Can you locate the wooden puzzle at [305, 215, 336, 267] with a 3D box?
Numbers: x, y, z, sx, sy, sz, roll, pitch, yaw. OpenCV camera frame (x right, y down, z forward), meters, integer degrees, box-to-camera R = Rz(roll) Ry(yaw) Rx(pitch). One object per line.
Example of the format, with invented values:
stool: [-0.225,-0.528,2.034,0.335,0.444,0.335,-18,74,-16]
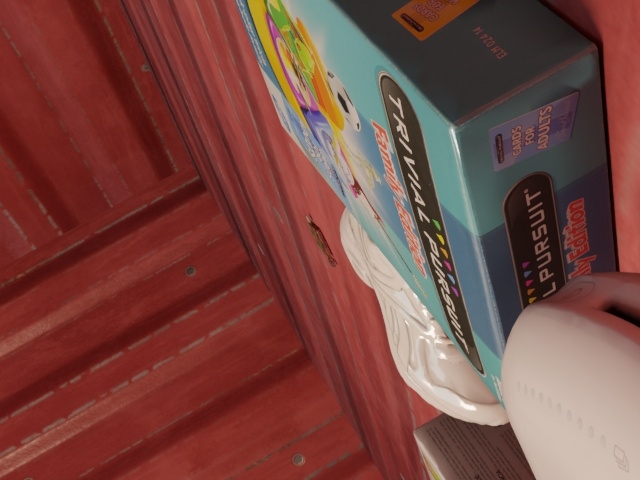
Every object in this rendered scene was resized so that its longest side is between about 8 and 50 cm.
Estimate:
wooden puzzle: [0.000,0.000,1.578,0.083,0.006,0.049,63,172,-22]

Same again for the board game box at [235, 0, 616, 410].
board game box: [0.043,-0.086,0.665,0.336,0.079,0.254,54,171,42]

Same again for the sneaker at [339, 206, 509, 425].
sneaker: [0.082,0.036,0.850,0.232,0.090,0.115,56,168,24]

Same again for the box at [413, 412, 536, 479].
box: [0.165,0.224,0.932,0.114,0.103,0.203,55,171,41]

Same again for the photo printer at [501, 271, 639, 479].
photo printer: [0.195,0.161,0.461,0.307,0.107,0.256,63,172,-22]
